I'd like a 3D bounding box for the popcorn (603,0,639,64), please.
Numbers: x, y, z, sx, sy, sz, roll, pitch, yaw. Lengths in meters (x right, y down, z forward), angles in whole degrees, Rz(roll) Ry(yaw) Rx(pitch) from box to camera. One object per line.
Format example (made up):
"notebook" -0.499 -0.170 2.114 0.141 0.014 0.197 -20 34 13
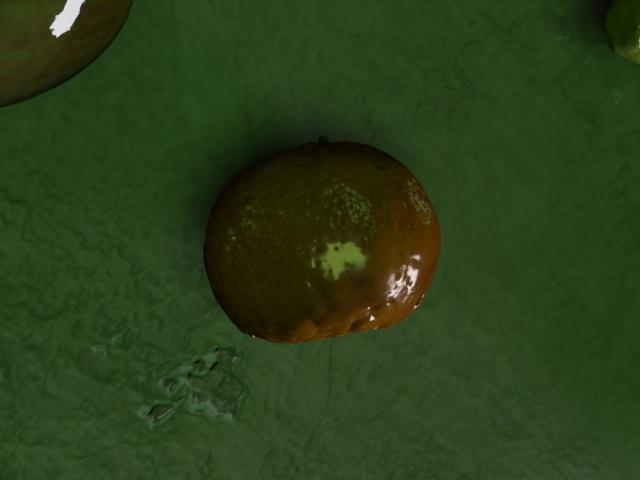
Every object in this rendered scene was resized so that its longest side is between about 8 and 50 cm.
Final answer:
"popcorn" 0.357 -0.225 1.204 0.250 0.235 0.242 8 124 0

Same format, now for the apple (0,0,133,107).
"apple" -0.256 -0.217 1.091 0.234 0.257 0.257 -11 112 -39

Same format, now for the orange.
"orange" 0.000 0.000 1.233 0.193 0.193 0.161 -11 84 -7
